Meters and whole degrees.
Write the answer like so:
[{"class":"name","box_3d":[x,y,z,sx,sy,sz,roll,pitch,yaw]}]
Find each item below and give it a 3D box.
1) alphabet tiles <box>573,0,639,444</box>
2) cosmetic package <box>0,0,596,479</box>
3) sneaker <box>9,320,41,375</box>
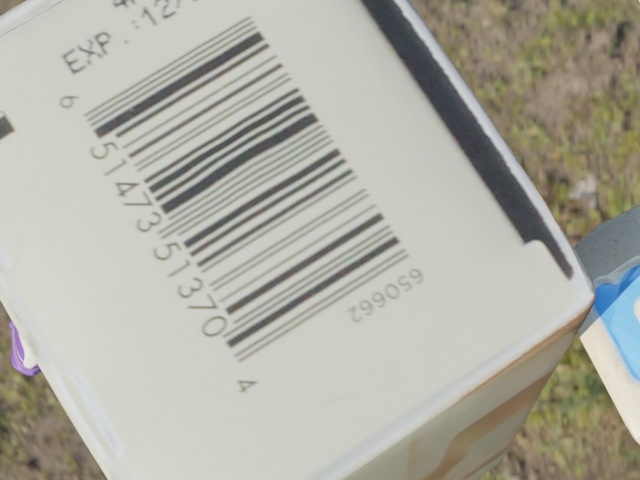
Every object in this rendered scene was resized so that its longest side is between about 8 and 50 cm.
[{"class":"alphabet tiles","box_3d":[0.209,-0.001,0.411,0.284,0.021,0.278,-31,82,20]},{"class":"cosmetic package","box_3d":[-0.016,0.025,0.548,0.129,0.296,0.153,-32,78,-7]},{"class":"sneaker","box_3d":[-0.246,0.048,1.444,0.068,0.071,0.170,22,35,-15]}]
